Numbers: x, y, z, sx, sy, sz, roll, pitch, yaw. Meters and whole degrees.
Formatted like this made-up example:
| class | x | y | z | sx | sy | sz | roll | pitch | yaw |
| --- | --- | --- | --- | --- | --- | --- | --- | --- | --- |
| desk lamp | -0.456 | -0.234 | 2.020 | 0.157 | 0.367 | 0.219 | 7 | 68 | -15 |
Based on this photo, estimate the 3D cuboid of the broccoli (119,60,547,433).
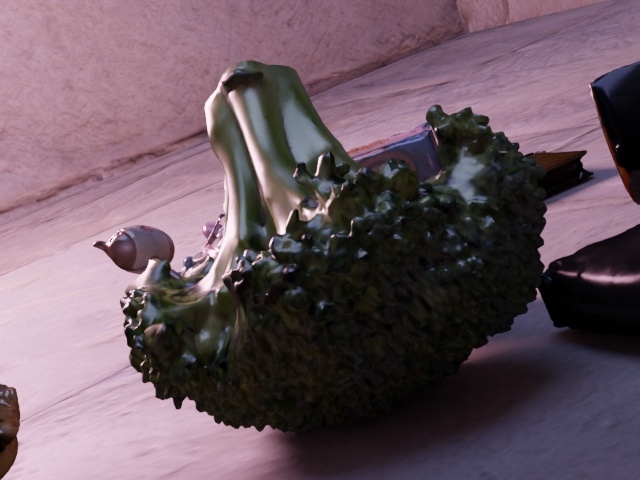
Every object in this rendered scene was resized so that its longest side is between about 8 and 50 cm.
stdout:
| class | x | y | z | sx | sy | sz | roll | pitch | yaw |
| --- | --- | --- | --- | --- | --- | --- | --- | --- | --- |
| broccoli | 0.005 | 0.019 | 0.974 | 0.288 | 0.235 | 0.260 | -16 | 35 | -10 |

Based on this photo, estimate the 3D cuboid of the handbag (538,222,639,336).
| class | x | y | z | sx | sy | sz | roll | pitch | yaw |
| --- | --- | --- | --- | --- | --- | --- | --- | --- | --- |
| handbag | 0.292 | -0.004 | 0.967 | 0.247 | 0.080 | 0.223 | -22 | 11 | -21 |

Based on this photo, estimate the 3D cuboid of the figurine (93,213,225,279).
| class | x | y | z | sx | sy | sz | roll | pitch | yaw |
| --- | --- | --- | --- | --- | --- | --- | --- | --- | --- |
| figurine | -0.096 | 0.046 | 1.250 | 0.205 | 0.102 | 0.260 | 9 | 18 | 4 |

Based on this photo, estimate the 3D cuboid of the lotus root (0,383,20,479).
| class | x | y | z | sx | sy | sz | roll | pitch | yaw |
| --- | --- | --- | --- | --- | --- | --- | --- | --- | --- |
| lotus root | -0.361 | 0.156 | 1.043 | 0.284 | 0.146 | 0.160 | -18 | 8 | 3 |

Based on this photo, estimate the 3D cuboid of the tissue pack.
| class | x | y | z | sx | sy | sz | roll | pitch | yaw |
| --- | --- | --- | --- | --- | --- | --- | --- | --- | --- |
| tissue pack | 0.058 | -0.002 | 1.136 | 0.116 | 0.155 | 0.065 | -18 | 10 | 7 |

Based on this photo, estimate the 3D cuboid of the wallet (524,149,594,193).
| class | x | y | z | sx | sy | sz | roll | pitch | yaw |
| --- | --- | --- | --- | --- | --- | --- | --- | --- | --- |
| wallet | 0.180 | -0.048 | 1.504 | 0.198 | 0.031 | 0.110 | -23 | 13 | -24 |

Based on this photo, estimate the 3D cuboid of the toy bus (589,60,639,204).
| class | x | y | z | sx | sy | sz | roll | pitch | yaw |
| --- | --- | --- | --- | --- | --- | --- | --- | --- | --- |
| toy bus | 0.398 | -0.136 | 1.017 | 0.409 | 0.093 | 0.092 | -18 | -25 | 8 |
